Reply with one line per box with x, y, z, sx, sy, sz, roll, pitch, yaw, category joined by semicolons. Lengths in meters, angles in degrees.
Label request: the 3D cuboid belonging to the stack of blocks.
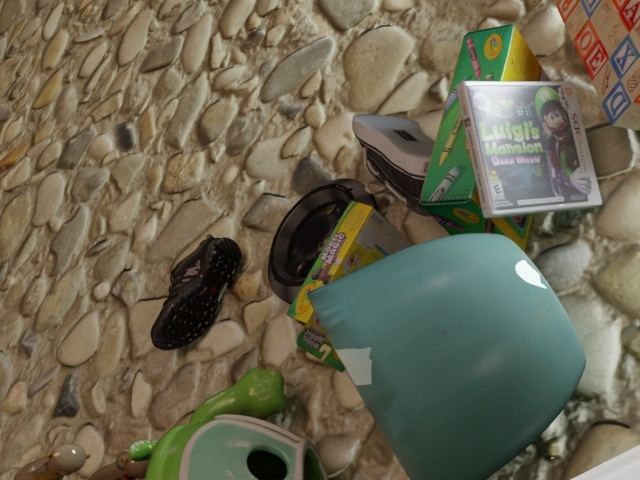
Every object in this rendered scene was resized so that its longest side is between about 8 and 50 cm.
0.424;-0.308;1.082;0.171;0.087;0.297;118;152;-47;stack of blocks

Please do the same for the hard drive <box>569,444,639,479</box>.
0.373;0.325;0.745;0.203;0.040;0.307;-24;45;-7;hard drive

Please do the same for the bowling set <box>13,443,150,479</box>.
-0.275;0.396;1.144;0.154;0.287;0.200;-36;57;37;bowling set

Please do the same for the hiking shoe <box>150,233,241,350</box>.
-0.229;0.092;1.443;0.227;0.086;0.114;-56;29;-12;hiking shoe

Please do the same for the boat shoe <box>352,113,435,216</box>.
0.121;-0.121;1.257;0.306;0.113;0.105;-131;43;-60;boat shoe

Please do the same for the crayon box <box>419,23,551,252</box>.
0.240;-0.133;1.122;0.081;0.165;0.278;-1;62;40;crayon box

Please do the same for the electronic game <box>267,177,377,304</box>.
0.000;0.000;1.320;0.229;0.048;0.229;-27;45;31;electronic game

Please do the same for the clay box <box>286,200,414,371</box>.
0.040;0.069;1.184;0.053;0.127;0.222;22;77;46;clay box

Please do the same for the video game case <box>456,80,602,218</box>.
0.270;-0.120;1.041;0.022;0.190;0.173;-26;72;61;video game case

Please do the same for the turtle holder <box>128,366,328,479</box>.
-0.104;0.341;1.082;0.227;0.243;0.320;-17;11;13;turtle holder

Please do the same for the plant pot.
0.158;0.128;0.947;0.235;0.293;0.293;-30;45;-1;plant pot
